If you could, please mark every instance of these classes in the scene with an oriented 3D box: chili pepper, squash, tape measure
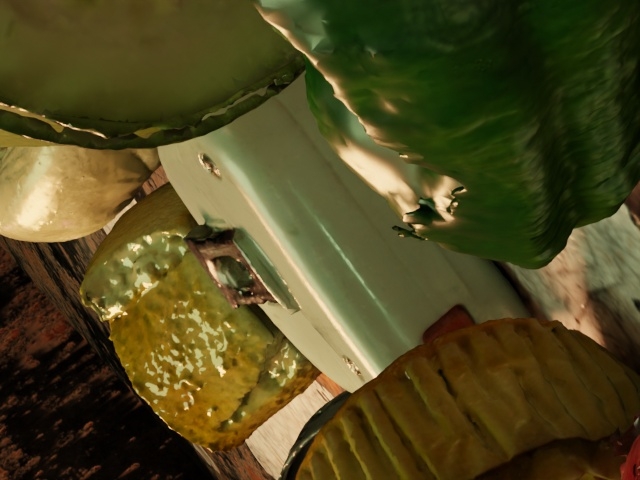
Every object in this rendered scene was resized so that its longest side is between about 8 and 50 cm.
[{"bbox_3d":[0.057,-0.106,0.653,0.213,0.167,0.385,64,-179,13],"label":"chili pepper"},{"bbox_3d":[-0.157,-0.176,0.940,0.263,0.263,0.384,56,165,-15],"label":"squash"},{"bbox_3d":[0.001,0.000,1.146,0.243,0.125,0.246,55,165,-9],"label":"tape measure"}]

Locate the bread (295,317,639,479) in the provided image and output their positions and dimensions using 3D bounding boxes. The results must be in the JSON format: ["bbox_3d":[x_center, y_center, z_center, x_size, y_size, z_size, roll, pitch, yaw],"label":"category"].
[{"bbox_3d":[0.114,0.172,1.018,0.253,0.227,0.142,52,-177,-39],"label":"bread"}]

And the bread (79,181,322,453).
[{"bbox_3d":[-0.076,0.035,1.361,0.186,0.124,0.257,48,-163,-18],"label":"bread"}]

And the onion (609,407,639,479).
[{"bbox_3d":[0.208,0.145,0.813,0.184,0.147,0.184,33,152,20],"label":"onion"}]

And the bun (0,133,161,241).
[{"bbox_3d":[-0.181,-0.098,1.387,0.133,0.231,0.231,17,178,-21],"label":"bun"}]

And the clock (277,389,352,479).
[{"bbox_3d":[0.080,0.194,1.254,0.226,0.226,0.049,58,-151,-23],"label":"clock"}]
